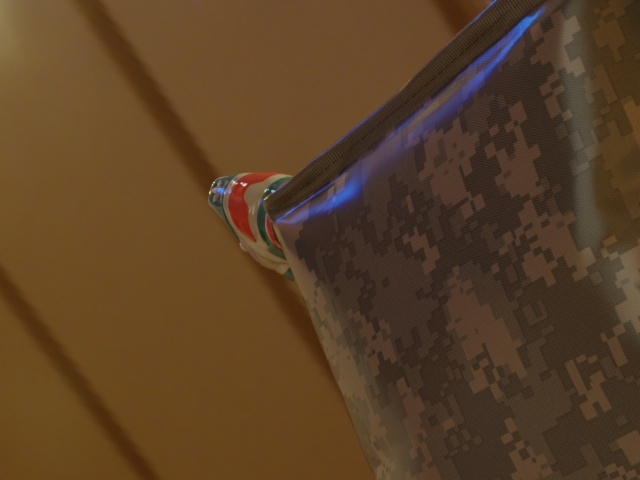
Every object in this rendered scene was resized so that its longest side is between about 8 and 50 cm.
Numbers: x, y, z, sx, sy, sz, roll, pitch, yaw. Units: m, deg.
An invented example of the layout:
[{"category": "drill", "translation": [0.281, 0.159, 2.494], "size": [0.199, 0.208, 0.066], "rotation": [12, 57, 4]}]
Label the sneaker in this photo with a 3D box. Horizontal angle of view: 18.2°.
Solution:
[{"category": "sneaker", "translation": [0.000, 0.000, 1.133], "size": [0.075, 0.057, 0.161], "rotation": [16, -10, 40]}]

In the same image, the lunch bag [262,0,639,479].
[{"category": "lunch bag", "translation": [0.137, 0.016, 0.822], "size": [0.287, 0.169, 0.235], "rotation": [-38, -112, 50]}]
